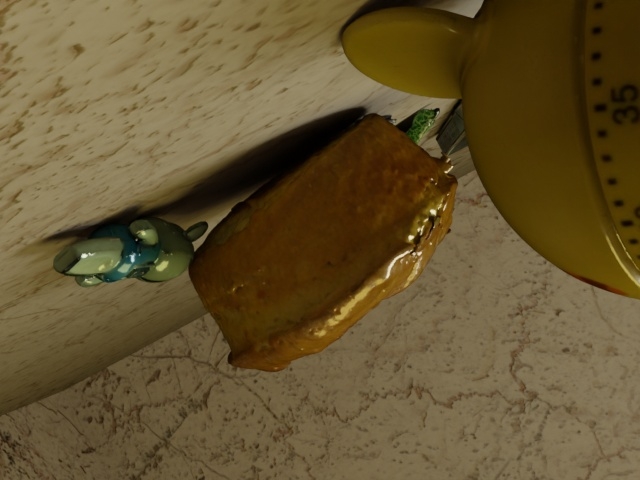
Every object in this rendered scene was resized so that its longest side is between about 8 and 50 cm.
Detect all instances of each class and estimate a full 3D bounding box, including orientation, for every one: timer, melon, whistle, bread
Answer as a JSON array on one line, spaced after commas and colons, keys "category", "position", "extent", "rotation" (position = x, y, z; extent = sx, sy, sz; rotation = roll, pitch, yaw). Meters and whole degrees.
[{"category": "timer", "position": [0.249, -0.124, 0.863], "extent": [0.387, 0.376, 0.376], "rotation": [1, -163, 44]}, {"category": "melon", "position": [0.136, -0.149, 1.613], "extent": [0.114, 0.053, 0.262], "rotation": [-34, 178, -15]}, {"category": "whistle", "position": [-0.216, 0.011, 1.172], "extent": [0.114, 0.077, 0.236], "rotation": [-39, 167, 20]}, {"category": "bread", "position": [-0.002, 0.002, 1.307], "extent": [0.337, 0.204, 0.358], "rotation": [-38, -178, -41]}]

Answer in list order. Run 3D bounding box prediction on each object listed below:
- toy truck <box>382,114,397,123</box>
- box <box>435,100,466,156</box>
[{"category": "toy truck", "position": [0.076, -0.147, 1.381], "extent": [0.032, 0.024, 0.083], "rotation": [-55, 166, 26]}, {"category": "box", "position": [0.296, -0.221, 1.744], "extent": [0.180, 0.047, 0.325], "rotation": [-27, 176, -3]}]
